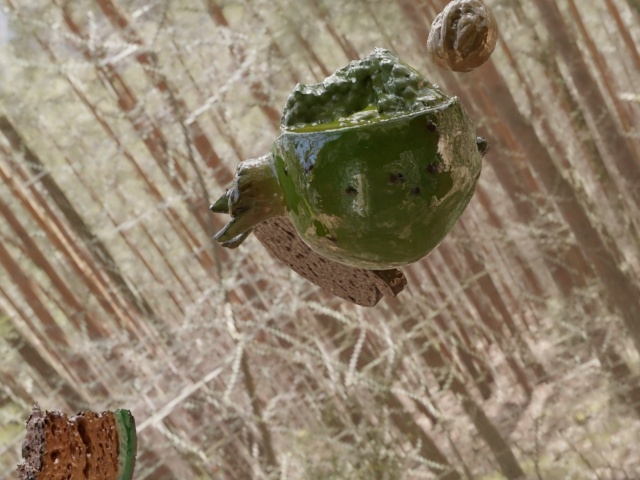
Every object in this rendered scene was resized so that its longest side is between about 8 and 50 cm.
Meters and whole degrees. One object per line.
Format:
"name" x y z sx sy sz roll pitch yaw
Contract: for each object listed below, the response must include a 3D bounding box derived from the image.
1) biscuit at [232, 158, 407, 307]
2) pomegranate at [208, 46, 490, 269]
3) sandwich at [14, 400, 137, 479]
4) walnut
"biscuit" 0.005 -0.007 1.884 0.350 0.394 0.070 28 71 18
"pomegranate" 0.031 -0.077 1.230 0.340 0.260 0.260 -21 25 5
"sandwich" -0.311 0.301 1.281 0.079 0.159 0.235 -24 48 30
"walnut" 0.304 -0.434 2.249 0.166 0.149 0.167 -19 57 33
